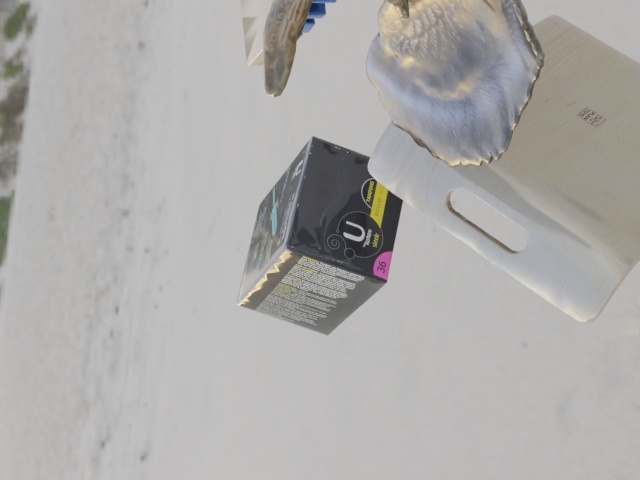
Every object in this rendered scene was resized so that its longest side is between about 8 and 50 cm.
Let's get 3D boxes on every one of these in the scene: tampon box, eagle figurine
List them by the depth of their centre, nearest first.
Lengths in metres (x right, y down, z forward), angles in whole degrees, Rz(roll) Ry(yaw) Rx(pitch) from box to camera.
[{"bbox_3d":[0.063,-0.185,0.661,0.226,0.225,0.298,-45,-20,14],"label":"eagle figurine"},{"bbox_3d":[0.000,0.000,1.059,0.161,0.101,0.120,133,153,-60],"label":"tampon box"}]

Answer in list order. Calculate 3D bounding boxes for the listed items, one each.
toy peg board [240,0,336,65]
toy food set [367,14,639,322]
[{"bbox_3d":[-0.019,-0.262,1.034,0.161,0.079,0.161,156,108,-71],"label":"toy peg board"},{"bbox_3d":[0.215,-0.069,0.950,0.306,0.219,0.092,-35,-27,-39],"label":"toy food set"}]
